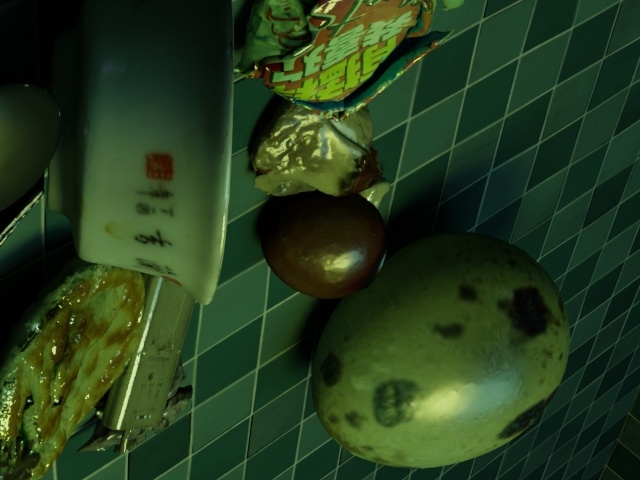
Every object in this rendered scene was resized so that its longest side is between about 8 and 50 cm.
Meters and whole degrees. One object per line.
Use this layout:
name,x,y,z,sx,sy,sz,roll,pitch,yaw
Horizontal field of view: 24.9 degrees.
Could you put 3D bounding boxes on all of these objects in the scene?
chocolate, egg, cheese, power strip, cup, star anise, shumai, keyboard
chocolate,0.000,0.000,1.974,0.176,0.177,0.177,-36,150,-24
egg,0.184,0.174,2.245,0.428,0.345,0.345,-30,148,-23
cheese,0.039,-0.013,2.119,0.065,0.043,0.194,2,123,-56
power strip,-0.222,0.155,1.878,0.092,0.034,0.268,2,109,-53
cup,-0.336,-0.129,1.266,0.169,0.176,0.223,-39,152,-13
star anise,-0.248,0.231,1.984,0.181,0.061,0.204,-50,154,3
shumai,0.012,-0.114,1.866,0.201,0.120,0.201,-38,154,-22
keyboard,-0.299,-0.043,1.431,0.087,0.017,0.250,-50,-165,2
cup,-0.182,-0.113,1.413,0.163,0.347,0.347,3,134,-10

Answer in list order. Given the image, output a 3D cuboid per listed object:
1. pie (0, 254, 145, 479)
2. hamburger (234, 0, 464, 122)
pie,-0.302,0.145,1.707,0.302,0.067,0.302,-55,160,-31
hamburger,0.025,-0.277,1.679,0.260,0.150,0.276,1,142,-36
